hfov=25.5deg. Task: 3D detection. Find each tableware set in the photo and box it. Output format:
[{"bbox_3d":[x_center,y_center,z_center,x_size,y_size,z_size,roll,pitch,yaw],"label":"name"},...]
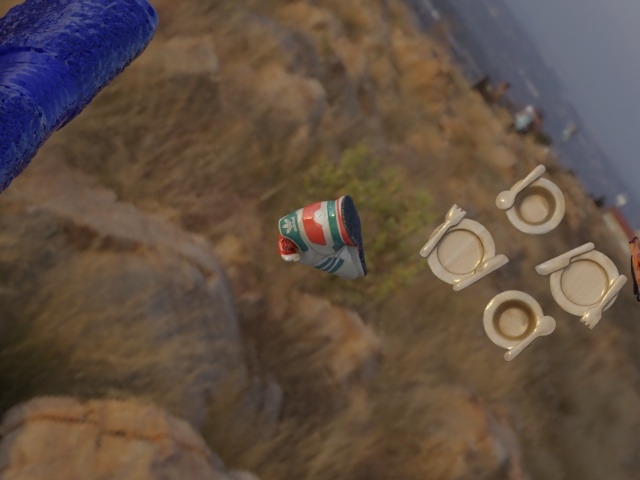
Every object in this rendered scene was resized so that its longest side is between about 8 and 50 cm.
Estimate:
[{"bbox_3d":[0.186,0.023,1.301,0.169,0.141,0.020,54,-1,15],"label":"tableware set"}]

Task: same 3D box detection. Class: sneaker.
[{"bbox_3d":[0.000,0.000,1.319,0.161,0.075,0.057,66,16,-74],"label":"sneaker"}]

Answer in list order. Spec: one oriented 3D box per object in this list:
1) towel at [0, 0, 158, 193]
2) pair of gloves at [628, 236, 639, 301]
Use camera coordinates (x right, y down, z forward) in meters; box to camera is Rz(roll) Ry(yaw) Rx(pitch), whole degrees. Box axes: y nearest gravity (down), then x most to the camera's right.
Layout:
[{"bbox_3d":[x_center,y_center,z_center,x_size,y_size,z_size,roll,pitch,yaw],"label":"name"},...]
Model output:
[{"bbox_3d":[-0.238,-0.040,0.764,0.076,0.227,0.308,55,32,-17],"label":"towel"},{"bbox_3d":[0.367,0.027,1.597,0.083,0.010,0.074,-23,109,-56],"label":"pair of gloves"}]
